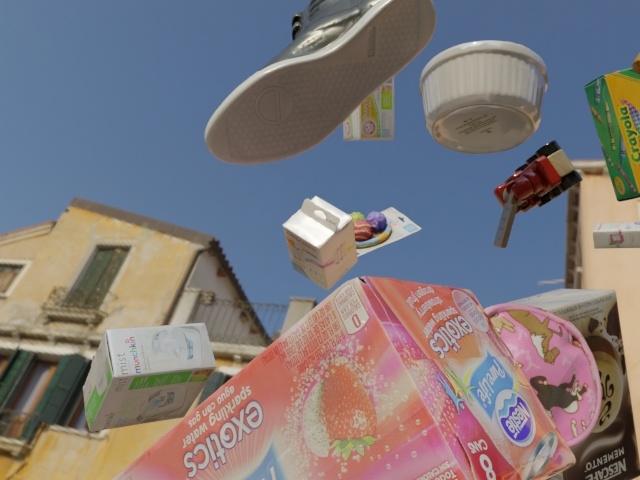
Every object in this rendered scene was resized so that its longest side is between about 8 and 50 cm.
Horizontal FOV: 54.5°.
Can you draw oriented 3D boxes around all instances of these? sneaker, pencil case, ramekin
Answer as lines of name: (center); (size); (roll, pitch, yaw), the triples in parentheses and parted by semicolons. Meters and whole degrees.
sneaker: (-0.018, -0.200, 0.732); (0.296, 0.147, 0.104); (-37, -54, -5)
pencil case: (0.158, 0.213, 0.745); (0.160, 0.167, 0.386); (11, -34, -13)
ramekin: (0.343, -0.287, 1.318); (0.273, 0.127, 0.273); (5, -20, 2)

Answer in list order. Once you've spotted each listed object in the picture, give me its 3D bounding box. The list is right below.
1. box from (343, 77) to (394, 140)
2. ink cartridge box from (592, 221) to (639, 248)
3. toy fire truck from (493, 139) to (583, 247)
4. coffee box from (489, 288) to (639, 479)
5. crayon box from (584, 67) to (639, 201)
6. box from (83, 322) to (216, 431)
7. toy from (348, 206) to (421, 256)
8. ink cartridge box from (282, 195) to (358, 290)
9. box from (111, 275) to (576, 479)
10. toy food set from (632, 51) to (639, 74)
box: (0.132, -0.378, 1.723); (0.114, 0.203, 0.103); (-6, 11, -23)
ink cartridge box: (0.792, -0.014, 1.646); (0.123, 0.088, 0.052); (0, -75, 30)
toy fire truck: (0.487, -0.097, 1.518); (0.158, 0.246, 0.217); (59, -7, 8)
coffee box: (0.386, 0.237, 0.980); (0.168, 0.297, 0.119); (-10, 3, -28)
crayon box: (0.714, -0.242, 1.381); (0.166, 0.278, 0.081); (-15, -2, -11)
box: (-0.399, 0.311, 1.429); (0.231, 0.126, 0.262); (1, -39, -34)
toy: (0.076, -0.021, 1.323); (0.237, 0.137, 0.056); (-26, -58, -11)
ink cartridge box: (0.000, 0.000, 1.111); (0.092, 0.090, 0.143); (31, -29, 31)
box: (-0.003, 0.168, 0.443); (0.300, 0.142, 0.154); (-42, -32, 26)
toy food set: (0.638, -0.292, 0.989); (0.232, 0.104, 0.111); (30, -12, 28)
